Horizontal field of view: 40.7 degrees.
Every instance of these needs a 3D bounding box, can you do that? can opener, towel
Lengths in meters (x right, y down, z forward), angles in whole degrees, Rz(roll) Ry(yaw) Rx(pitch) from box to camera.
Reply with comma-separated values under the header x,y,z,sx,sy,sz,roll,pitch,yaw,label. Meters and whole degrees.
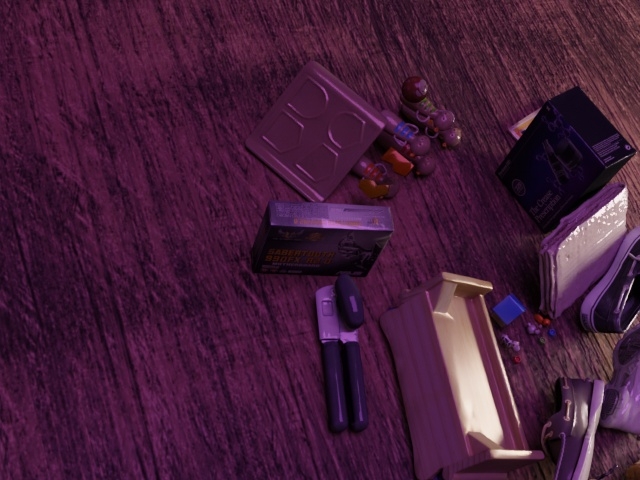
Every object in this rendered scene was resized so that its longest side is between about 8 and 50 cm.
x,y,z,sx,sy,sz,roll,pitch,yaw,label
0.043,0.198,1.557,0.076,0.095,0.283,2,60,-14,can opener
0.535,0.020,1.760,0.282,0.187,0.049,-32,39,-31,towel

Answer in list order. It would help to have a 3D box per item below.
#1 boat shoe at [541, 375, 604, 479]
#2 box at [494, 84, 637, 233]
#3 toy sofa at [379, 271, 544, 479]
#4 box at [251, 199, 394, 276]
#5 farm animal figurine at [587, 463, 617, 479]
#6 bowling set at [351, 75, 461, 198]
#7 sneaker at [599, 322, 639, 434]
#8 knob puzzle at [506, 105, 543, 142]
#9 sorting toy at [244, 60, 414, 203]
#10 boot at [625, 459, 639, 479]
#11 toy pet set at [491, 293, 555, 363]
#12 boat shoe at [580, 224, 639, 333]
x,y,z,sx,sy,sz,roll,pitch,yaw,label
0.443,0.350,1.543,0.091,0.109,0.305,11,32,19,boat shoe
0.501,-0.163,1.798,0.103,0.261,0.184,-24,69,-26,box
0.249,0.254,1.572,0.150,0.177,0.362,12,54,-38,toy sofa
0.000,0.000,1.609,0.231,0.183,0.056,3,60,-15,box
0.455,0.534,1.413,0.172,0.330,0.326,27,85,-3,farm animal figurine
0.200,-0.227,1.796,0.154,0.200,0.287,39,62,7,bowling set
0.621,0.266,1.668,0.115,0.090,0.232,25,89,-18,sneaker
0.552,-0.226,1.987,0.213,0.030,0.213,7,59,-12,knob puzzle
0.026,-0.189,1.761,0.307,0.041,0.229,41,94,9,sorting toy
0.699,0.483,1.581,0.203,0.095,0.262,-24,75,-33,boot
0.401,0.160,1.699,0.122,0.065,0.114,-31,73,-29,toy pet set
0.652,0.075,1.769,0.306,0.105,0.113,-40,115,-29,boat shoe
